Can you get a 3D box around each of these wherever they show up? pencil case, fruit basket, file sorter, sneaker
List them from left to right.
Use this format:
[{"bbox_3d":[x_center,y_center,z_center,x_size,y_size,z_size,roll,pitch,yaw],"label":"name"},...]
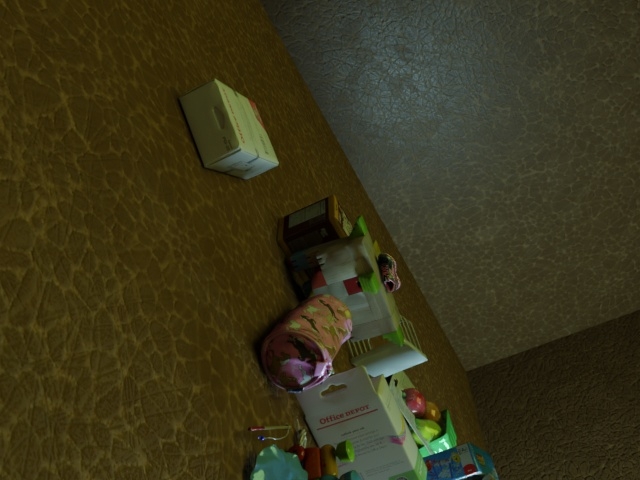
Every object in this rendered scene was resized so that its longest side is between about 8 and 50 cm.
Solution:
[{"bbox_3d":[-0.023,0.245,1.727,0.167,0.160,0.386,65,14,-4],"label":"pencil case"},{"bbox_3d":[0.214,0.340,2.357,0.278,0.193,0.173,42,26,-58],"label":"file sorter"},{"bbox_3d":[0.191,0.094,1.959,0.057,0.047,0.119,-41,112,-57],"label":"sneaker"},{"bbox_3d":[0.353,0.648,2.531,0.353,0.165,0.327,50,15,-1],"label":"fruit basket"}]

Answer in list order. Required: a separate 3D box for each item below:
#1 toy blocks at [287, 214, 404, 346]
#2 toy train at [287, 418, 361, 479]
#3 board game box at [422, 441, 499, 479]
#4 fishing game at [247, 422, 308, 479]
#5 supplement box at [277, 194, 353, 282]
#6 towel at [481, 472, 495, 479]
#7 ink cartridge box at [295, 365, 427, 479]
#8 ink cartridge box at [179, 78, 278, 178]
[{"bbox_3d":[0.060,0.150,2.005,0.191,0.261,0.381,-55,126,-67],"label":"toy blocks"},{"bbox_3d":[0.010,0.473,1.518,0.105,0.143,0.248,56,18,-37],"label":"toy train"},{"bbox_3d":[0.345,0.703,2.037,0.308,0.302,0.086,44,26,-57],"label":"board game box"},{"bbox_3d":[-0.079,0.493,1.347,0.189,0.041,0.264,17,54,-55],"label":"fishing game"},{"bbox_3d":[0.000,0.000,2.107,0.191,0.194,0.129,58,17,-30],"label":"supplement box"},{"bbox_3d":[0.404,0.818,2.013,0.053,0.317,0.332,49,-5,33],"label":"towel"},{"bbox_3d":[0.102,0.473,1.713,0.353,0.207,0.119,65,17,-7],"label":"ink cartridge box"},{"bbox_3d":[-0.241,-0.292,1.858,0.207,0.117,0.283,69,14,8],"label":"ink cartridge box"}]
